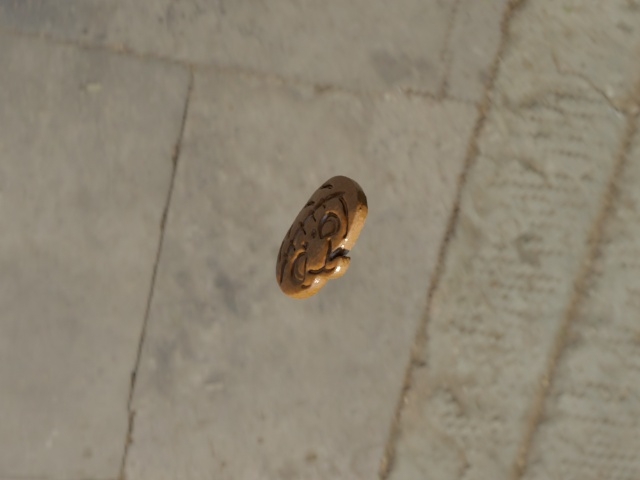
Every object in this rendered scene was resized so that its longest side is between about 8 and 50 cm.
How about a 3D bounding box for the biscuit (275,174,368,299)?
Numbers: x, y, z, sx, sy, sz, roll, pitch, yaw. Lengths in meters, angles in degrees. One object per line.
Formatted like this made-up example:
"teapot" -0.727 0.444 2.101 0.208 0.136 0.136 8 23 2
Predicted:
"biscuit" 0.000 0.000 1.200 0.015 0.078 0.091 24 110 -29
